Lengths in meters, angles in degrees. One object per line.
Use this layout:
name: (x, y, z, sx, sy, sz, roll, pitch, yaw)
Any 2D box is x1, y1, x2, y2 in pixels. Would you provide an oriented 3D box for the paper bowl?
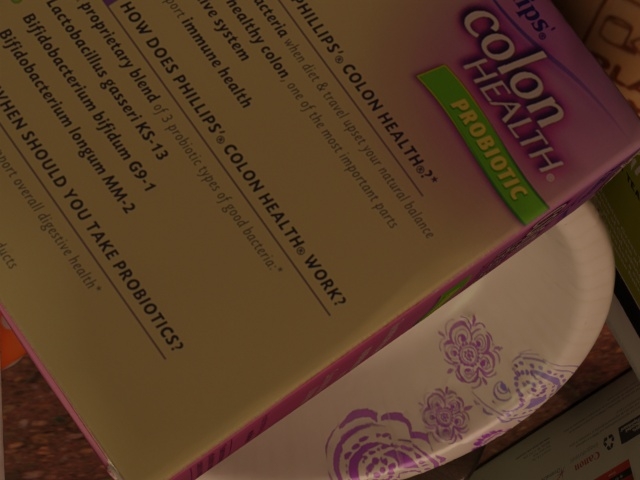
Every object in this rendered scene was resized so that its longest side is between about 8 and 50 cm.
paper bowl: (0.000, 0.000, 0.941, 0.284, 0.148, 0.284, -8, 138, -7)

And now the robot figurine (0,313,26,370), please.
robot figurine: (-0.258, 0.021, 1.083, 0.219, 0.158, 0.128, 0, -171, -12)

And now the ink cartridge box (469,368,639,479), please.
ink cartridge box: (0.265, 0.272, 1.466, 0.130, 0.272, 0.309, 15, 142, -32)

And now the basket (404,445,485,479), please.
basket: (-0.029, 0.113, 1.268, 0.227, 0.154, 0.204, 25, 143, -37)

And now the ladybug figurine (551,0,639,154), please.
ladybug figurine: (0.210, -0.221, 0.688, 0.305, 0.162, 0.449, 31, 130, 7)

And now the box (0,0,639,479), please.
box: (-0.034, -0.047, 0.724, 0.243, 0.213, 0.117, -35, 173, -9)

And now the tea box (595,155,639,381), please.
tea box: (0.332, -0.029, 0.971, 0.329, 0.220, 0.323, -22, 151, -5)

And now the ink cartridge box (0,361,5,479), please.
ink cartridge box: (-0.305, 0.064, 0.847, 0.285, 0.166, 0.395, -32, 136, -44)
